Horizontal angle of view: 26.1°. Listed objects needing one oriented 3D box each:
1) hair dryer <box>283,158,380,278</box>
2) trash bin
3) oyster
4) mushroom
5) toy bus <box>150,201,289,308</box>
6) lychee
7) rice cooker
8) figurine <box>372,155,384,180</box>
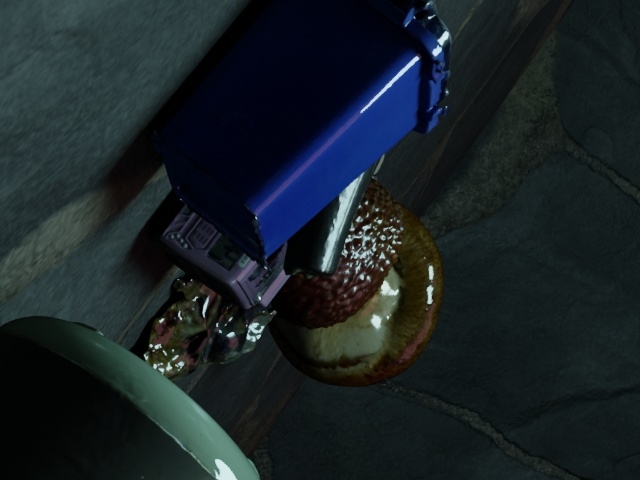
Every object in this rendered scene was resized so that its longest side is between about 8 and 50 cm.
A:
[{"bbox_3d":[0.014,-0.105,1.416,0.359,0.120,0.304,165,-63,-83],"label":"hair dryer"},{"bbox_3d":[-0.014,-0.114,1.127,0.234,0.162,0.184,-46,163,-15],"label":"trash bin"},{"bbox_3d":[-0.117,0.100,1.662,0.221,0.096,0.361,-51,172,28],"label":"oyster"},{"bbox_3d":[0.035,0.088,1.930,0.254,0.267,0.267,-45,168,-47],"label":"mushroom"},{"bbox_3d":[-0.087,0.003,1.339,0.096,0.108,0.199,-53,172,-7],"label":"toy bus"},{"bbox_3d":[-0.004,0.004,1.537,0.194,0.194,0.194,-53,172,-11],"label":"lychee"},{"bbox_3d":[-0.207,0.227,1.008,0.277,0.288,0.288,-50,171,-24],"label":"rice cooker"},{"bbox_3d":[0.038,-0.116,1.693,0.260,0.102,0.205,112,-20,-53],"label":"figurine"}]
